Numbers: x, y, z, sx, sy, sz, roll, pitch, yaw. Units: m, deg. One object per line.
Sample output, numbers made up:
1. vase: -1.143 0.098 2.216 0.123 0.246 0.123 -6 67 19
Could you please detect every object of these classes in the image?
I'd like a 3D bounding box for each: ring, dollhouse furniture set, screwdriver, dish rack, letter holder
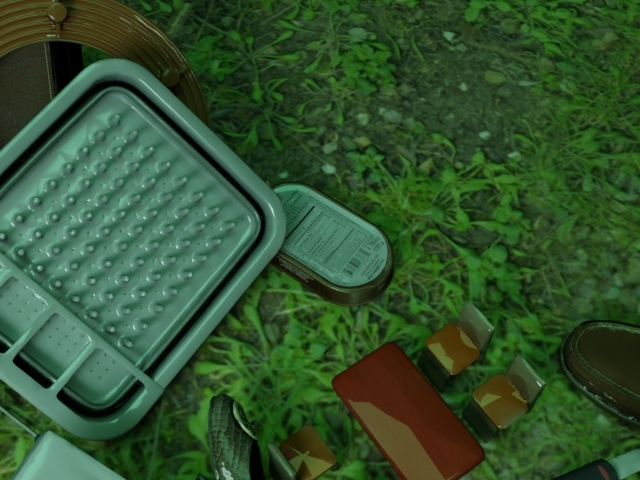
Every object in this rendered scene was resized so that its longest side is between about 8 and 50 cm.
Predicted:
1. ring: -0.287 -0.113 0.940 0.337 0.032 0.336 -2 97 -16
2. dollhouse furniture set: 0.116 0.212 0.805 0.262 0.135 0.259 -32 65 -18
3. screwdriver: -0.307 0.199 0.879 0.170 0.024 0.025 27 34 17
4. dish rack: -0.227 0.007 0.892 0.285 0.072 0.333 44 73 -14
5. letter holder: -0.459 -0.183 1.045 0.302 0.214 0.152 1 28 -3

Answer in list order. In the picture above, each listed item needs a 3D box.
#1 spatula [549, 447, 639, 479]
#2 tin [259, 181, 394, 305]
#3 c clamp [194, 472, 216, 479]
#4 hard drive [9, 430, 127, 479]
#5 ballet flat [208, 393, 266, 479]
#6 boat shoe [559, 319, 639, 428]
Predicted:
1. spatula: 0.269 0.196 0.738 0.296 0.030 0.084 -15 57 -20
2. tin: 0.000 0.000 0.989 0.190 0.040 0.106 32 60 17
3. c clamp: -0.148 0.288 0.825 0.161 0.022 0.137 -29 65 -17
4. hard drive: -0.234 0.345 0.697 0.203 0.040 0.307 39 57 -15
5. ballet flat: -0.051 0.260 0.791 0.058 0.084 0.250 -22 68 9
6. boat shoe: 0.393 0.149 0.845 0.307 0.104 0.110 23 68 23
